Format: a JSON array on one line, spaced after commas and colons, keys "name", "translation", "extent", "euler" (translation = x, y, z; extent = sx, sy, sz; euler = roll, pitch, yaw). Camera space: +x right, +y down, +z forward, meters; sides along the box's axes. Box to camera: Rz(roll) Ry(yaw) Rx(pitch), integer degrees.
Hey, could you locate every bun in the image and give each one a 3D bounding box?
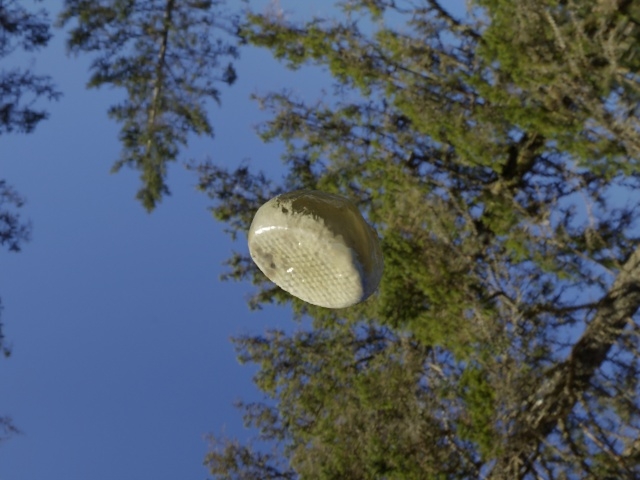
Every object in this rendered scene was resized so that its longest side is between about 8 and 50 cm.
[{"name": "bun", "translation": [0.000, 0.000, 0.431], "extent": [0.086, 0.086, 0.055], "euler": [24, -125, 6]}]
